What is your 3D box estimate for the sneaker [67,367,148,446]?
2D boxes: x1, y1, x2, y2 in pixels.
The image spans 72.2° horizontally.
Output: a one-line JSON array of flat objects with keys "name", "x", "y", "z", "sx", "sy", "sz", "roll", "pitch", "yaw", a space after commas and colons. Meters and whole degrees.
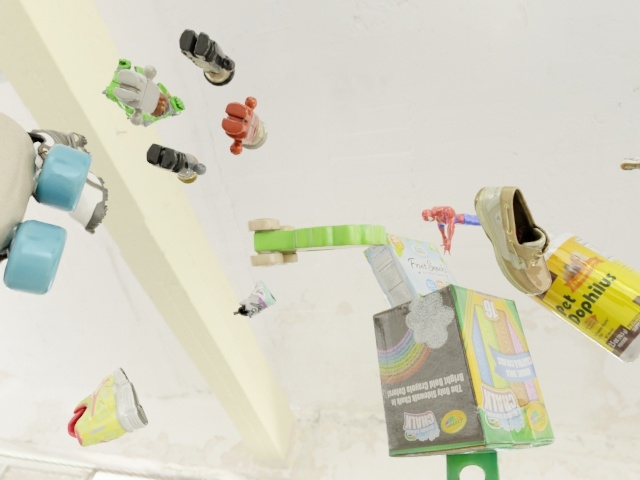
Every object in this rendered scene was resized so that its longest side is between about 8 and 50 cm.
[{"name": "sneaker", "x": -0.317, "y": 0.244, "z": 0.636, "sx": 0.208, "sy": 0.094, "sz": 0.081, "roll": -25, "pitch": -91, "yaw": 61}]

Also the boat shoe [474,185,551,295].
[{"name": "boat shoe", "x": 0.207, "y": 0.003, "z": 0.449, "sx": 0.135, "sy": 0.050, "sz": 0.045, "roll": 53, "pitch": -29, "yaw": -17}]

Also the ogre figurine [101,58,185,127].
[{"name": "ogre figurine", "x": -0.455, "y": -0.364, "z": 1.102, "sx": 0.197, "sy": 0.118, "sz": 0.097, "roll": 46, "pitch": -24, "yaw": -18}]

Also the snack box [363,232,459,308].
[{"name": "snack box", "x": 0.193, "y": 0.094, "z": 0.822, "sx": 0.175, "sy": 0.207, "sz": 0.070, "roll": 9, "pitch": -44, "yaw": -45}]

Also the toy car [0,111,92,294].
[{"name": "toy car", "x": -0.404, "y": -0.008, "z": 0.478, "sx": 0.219, "sy": 0.210, "sz": 0.238, "roll": 17, "pitch": -41, "yaw": -29}]

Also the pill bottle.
[{"name": "pill bottle", "x": 0.386, "y": 0.068, "z": 0.646, "sx": 0.215, "sy": 0.117, "sz": 0.117, "roll": 42, "pitch": -33, "yaw": 36}]

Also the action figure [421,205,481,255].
[{"name": "action figure", "x": 0.386, "y": -0.020, "z": 1.180, "sx": 0.281, "sy": 0.138, "sz": 0.091, "roll": 9, "pitch": 0, "yaw": -22}]

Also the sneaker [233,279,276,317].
[{"name": "sneaker", "x": -0.114, "y": 0.101, "z": 0.721, "sx": 0.069, "sy": 0.098, "sz": 0.038, "roll": -35, "pitch": -81, "yaw": -10}]

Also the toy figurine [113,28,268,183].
[{"name": "toy figurine", "x": -0.217, "y": -0.222, "z": 0.759, "sx": 0.210, "sy": 0.148, "sz": 0.213, "roll": -30, "pitch": -90, "yaw": 5}]

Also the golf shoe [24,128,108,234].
[{"name": "golf shoe", "x": -0.373, "y": -0.087, "z": 0.628, "sx": 0.077, "sy": 0.198, "sz": 0.094, "roll": -49, "pitch": -30, "yaw": 19}]

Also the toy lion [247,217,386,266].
[{"name": "toy lion", "x": 0.000, "y": 0.000, "z": 0.326, "sx": 0.096, "sy": 0.100, "sz": 0.034, "roll": -4, "pitch": -93, "yaw": 6}]

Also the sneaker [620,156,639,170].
[{"name": "sneaker", "x": 0.788, "y": -0.191, "z": 1.077, "sx": 0.083, "sy": 0.037, "sz": 0.031, "roll": 15, "pitch": -37, "yaw": 36}]

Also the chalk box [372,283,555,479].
[{"name": "chalk box", "x": 0.160, "y": 0.177, "z": 0.500, "sx": 0.132, "sy": 0.212, "sz": 0.132, "roll": 15, "pitch": -33, "yaw": -34}]
